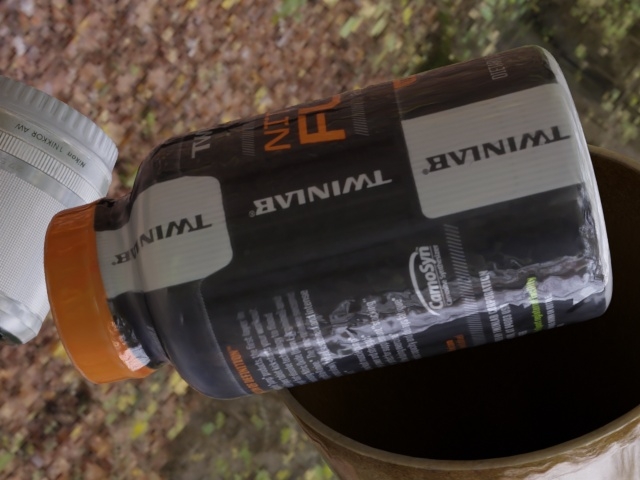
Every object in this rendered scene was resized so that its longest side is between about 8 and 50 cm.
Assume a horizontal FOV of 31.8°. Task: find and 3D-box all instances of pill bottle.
[{"bbox_3d":[0.000,0.000,0.526,0.246,0.130,0.130,-14,173,6],"label":"pill bottle"}]

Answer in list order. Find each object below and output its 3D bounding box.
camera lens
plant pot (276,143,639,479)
[{"bbox_3d":[-0.386,-0.028,1.315,0.219,0.219,0.274,96,17,-73],"label":"camera lens"},{"bbox_3d":[0.111,0.113,0.652,0.237,0.237,0.254,-45,136,-30],"label":"plant pot"}]
